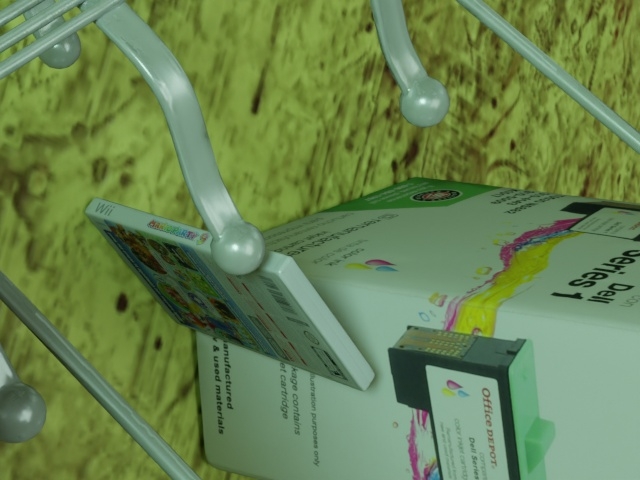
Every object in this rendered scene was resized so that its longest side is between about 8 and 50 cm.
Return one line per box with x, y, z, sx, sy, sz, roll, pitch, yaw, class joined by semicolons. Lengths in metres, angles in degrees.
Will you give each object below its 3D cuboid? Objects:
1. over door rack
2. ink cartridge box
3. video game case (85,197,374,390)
0.000;0.000;0.556;0.239;0.324;0.108;-39;151;-27;over door rack
0.109;0.054;0.761;0.201;0.278;0.117;-21;113;-50;ink cartridge box
-0.040;0.023;0.685;0.011;0.122;0.087;-55;136;-21;video game case
